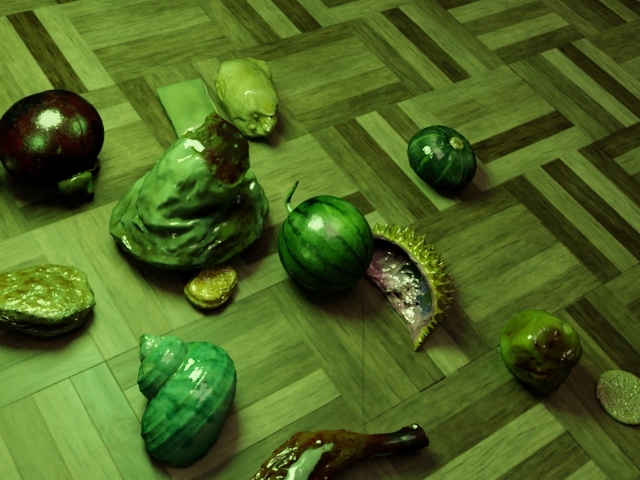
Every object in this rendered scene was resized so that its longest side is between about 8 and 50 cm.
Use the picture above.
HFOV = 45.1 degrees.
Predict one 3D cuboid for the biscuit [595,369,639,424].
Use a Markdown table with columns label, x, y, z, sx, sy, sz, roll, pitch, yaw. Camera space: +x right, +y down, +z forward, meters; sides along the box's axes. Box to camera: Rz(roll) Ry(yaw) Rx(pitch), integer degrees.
| label | x | y | z | sx | sy | sz | roll | pitch | yaw |
| --- | --- | --- | --- | --- | --- | --- | --- | --- | --- |
| biscuit | 0.592 | 0.304 | 1.498 | 0.120 | 0.015 | 0.120 | 6 | 50 | -7 |

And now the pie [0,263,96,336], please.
| label | x | y | z | sx | sy | sz | roll | pitch | yaw |
| --- | --- | --- | --- | --- | --- | --- | --- | --- | --- |
| pie | -0.501 | 0.101 | 1.383 | 0.194 | 0.078 | 0.163 | 12 | 40 | -2 |

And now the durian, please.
| label | x | y | z | sx | sy | sz | roll | pitch | yaw |
| --- | --- | --- | --- | --- | --- | --- | --- | --- | --- |
| durian | 0.190 | 0.054 | 1.558 | 0.260 | 0.153 | 0.187 | 48 | 32 | 15 |

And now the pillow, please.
| label | x | y | z | sx | sy | sz | roll | pitch | yaw |
| --- | --- | --- | --- | --- | --- | --- | --- | --- | --- |
| pillow | -0.294 | -0.296 | 1.765 | 0.119 | 0.053 | 0.208 | -13 | 52 | -25 |

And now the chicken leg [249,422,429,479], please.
| label | x | y | z | sx | sy | sz | roll | pitch | yaw |
| --- | --- | --- | --- | --- | --- | --- | --- | --- | --- |
| chicken leg | 0.005 | 0.380 | 1.259 | 0.407 | 0.095 | 0.158 | -25 | 65 | -31 |

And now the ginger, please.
| label | x | y | z | sx | sy | sz | roll | pitch | yaw |
| --- | --- | --- | --- | --- | --- | --- | --- | --- | --- |
| ginger | -0.166 | -0.340 | 1.778 | 0.152 | 0.138 | 0.267 | 5 | 46 | -15 |

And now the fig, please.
| label | x | y | z | sx | sy | sz | roll | pitch | yaw |
| --- | --- | --- | --- | --- | --- | --- | --- | --- | --- |
| fig | 0.412 | 0.199 | 1.466 | 0.154 | 0.144 | 0.165 | 28 | 18 | -33 |

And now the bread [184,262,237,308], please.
| label | x | y | z | sx | sy | sz | roll | pitch | yaw |
| --- | --- | --- | --- | --- | --- | --- | --- | --- | --- |
| bread | -0.208 | 0.085 | 1.480 | 0.083 | 0.044 | 0.110 | 28 | 48 | 9 |

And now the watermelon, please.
| label | x | y | z | sx | sy | sz | roll | pitch | yaw |
| --- | --- | --- | --- | --- | --- | --- | --- | --- | --- |
| watermelon | 0.000 | 0.000 | 1.501 | 0.215 | 0.188 | 0.188 | 38 | 53 | 6 |

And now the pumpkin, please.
| label | x | y | z | sx | sy | sz | roll | pitch | yaw |
| --- | --- | --- | --- | --- | --- | --- | --- | --- | --- |
| pumpkin | 0.275 | -0.188 | 1.757 | 0.167 | 0.125 | 0.167 | 13 | 63 | -27 |

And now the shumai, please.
| label | x | y | z | sx | sy | sz | roll | pitch | yaw |
| --- | --- | --- | --- | --- | --- | --- | --- | --- | --- |
| shumai | -0.252 | -0.120 | 1.476 | 0.304 | 0.263 | 0.309 | 18 | 41 | 9 |

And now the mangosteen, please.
| label | x | y | z | sx | sy | sz | roll | pitch | yaw |
| --- | --- | --- | --- | --- | --- | --- | --- | --- | --- |
| mangosteen | -0.531 | -0.188 | 1.533 | 0.216 | 0.216 | 0.216 | 6 | 50 | -8 |

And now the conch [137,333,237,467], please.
| label | x | y | z | sx | sy | sz | roll | pitch | yaw |
| --- | --- | --- | --- | --- | --- | --- | --- | --- | --- |
| conch | -0.232 | 0.245 | 1.285 | 0.202 | 0.134 | 0.196 | 41 | 53 | 19 |
